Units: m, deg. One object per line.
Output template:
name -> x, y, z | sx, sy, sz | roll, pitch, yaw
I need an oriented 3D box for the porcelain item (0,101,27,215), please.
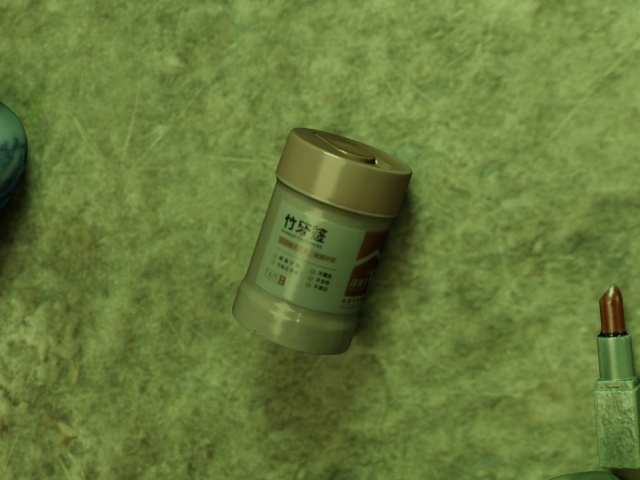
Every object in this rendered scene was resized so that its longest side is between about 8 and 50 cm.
porcelain item -> -0.346, -0.039, 1.025 | 0.141, 0.141, 0.259 | 31, 115, 21

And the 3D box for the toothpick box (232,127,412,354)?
toothpick box -> 0.000, 0.000, 0.870 | 0.098, 0.098, 0.149 | 25, 106, 23

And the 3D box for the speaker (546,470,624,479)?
speaker -> 0.202, 0.354, 0.724 | 0.184, 0.183, 0.406 | -39, 66, 18

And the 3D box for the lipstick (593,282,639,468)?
lipstick -> 0.210, 0.094, 0.809 | 0.030, 0.030, 0.129 | -4, 92, 27
